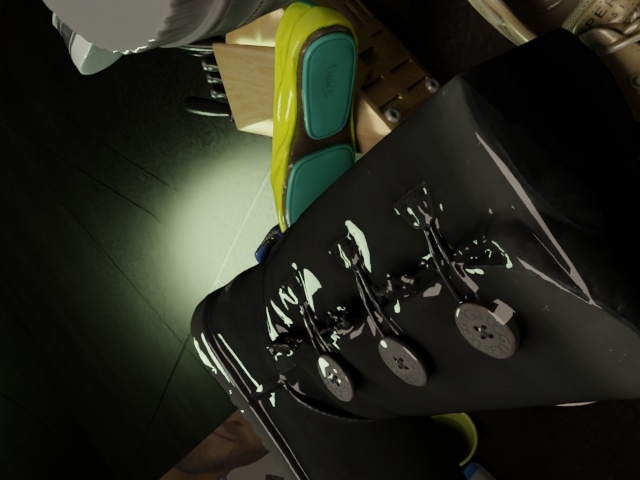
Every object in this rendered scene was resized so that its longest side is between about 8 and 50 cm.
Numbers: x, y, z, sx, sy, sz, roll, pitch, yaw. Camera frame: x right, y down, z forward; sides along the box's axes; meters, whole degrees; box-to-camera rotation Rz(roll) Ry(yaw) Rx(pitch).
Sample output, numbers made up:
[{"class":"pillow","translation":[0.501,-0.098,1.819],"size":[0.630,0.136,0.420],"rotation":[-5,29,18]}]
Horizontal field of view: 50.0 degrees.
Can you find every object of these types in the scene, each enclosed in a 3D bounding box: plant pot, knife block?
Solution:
[{"class":"plant pot","translation":[0.155,0.263,0.875],"size":[0.083,0.083,0.079],"rotation":[32,153,27]},{"class":"knife block","translation":[-0.035,-0.151,0.699],"size":[0.275,0.088,0.242],"rotation":[48,146,4]}]

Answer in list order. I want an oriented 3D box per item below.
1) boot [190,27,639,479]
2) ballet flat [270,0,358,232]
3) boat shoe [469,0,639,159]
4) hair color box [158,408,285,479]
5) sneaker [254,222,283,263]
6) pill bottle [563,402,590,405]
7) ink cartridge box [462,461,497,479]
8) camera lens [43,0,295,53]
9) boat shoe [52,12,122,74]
[{"class":"boot","translation":[0.107,0.110,0.519],"size":[0.367,0.146,0.445],"rotation":[45,142,-6]},{"class":"ballet flat","translation":[-0.011,-0.096,0.590],"size":[0.077,0.077,0.231],"rotation":[52,151,37]},{"class":"boat shoe","translation":[0.181,-0.123,0.401],"size":[0.302,0.098,0.109],"rotation":[49,115,29]},{"class":"hair color box","translation":[-0.111,0.378,1.043],"size":[0.185,0.339,0.110],"rotation":[27,137,32]},{"class":"sneaker","translation":[0.000,0.000,0.796],"size":[0.083,0.087,0.221],"rotation":[56,146,-8]},{"class":"pill bottle","translation":[0.189,0.009,0.548],"size":[0.131,0.131,0.229],"rotation":[18,133,39]},{"class":"ink cartridge box","translation":[0.123,0.517,0.950],"size":[0.166,0.285,0.395],"rotation":[41,145,14]},{"class":"camera lens","translation":[-0.057,-0.266,0.453],"size":[0.219,0.274,0.219],"rotation":[30,140,28]},{"class":"boat shoe","translation":[-0.260,-0.306,0.810],"size":[0.102,0.108,0.301],"rotation":[54,153,-6]}]
